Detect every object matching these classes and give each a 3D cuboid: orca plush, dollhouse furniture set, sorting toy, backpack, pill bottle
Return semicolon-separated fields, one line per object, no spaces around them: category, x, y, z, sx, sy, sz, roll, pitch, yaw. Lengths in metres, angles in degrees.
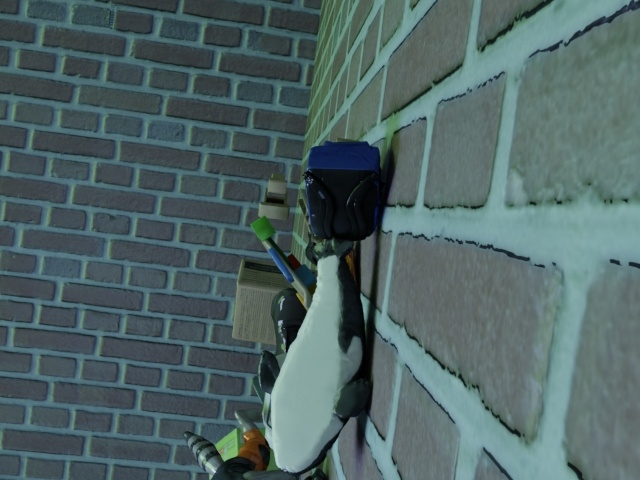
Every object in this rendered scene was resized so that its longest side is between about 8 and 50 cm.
orca plush;0.006;0.147;0.808;0.102;0.151;0.287;32;-129;-59
dollhouse furniture set;-0.025;-0.085;1.105;0.182;0.161;0.101;102;173;-52
sorting toy;-0.047;0.064;1.230;0.196;0.047;0.347;54;174;25
backpack;0.035;-0.063;0.813;0.101;0.098;0.120;-72;-18;-50
pill bottle;-0.058;0.317;1.218;0.108;0.108;0.180;-92;11;-60

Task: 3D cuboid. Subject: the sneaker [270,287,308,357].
sneaker;-0.056;0.242;1.434;0.130;0.109;0.286;-107;14;-62

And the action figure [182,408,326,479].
action figure;-0.170;0.446;1.025;0.341;0.178;0.330;-48;13;-8

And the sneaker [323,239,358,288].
sneaker;0.032;0.068;0.937;0.067;0.064;0.175;73;-159;-49

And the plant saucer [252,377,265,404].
plant saucer;-0.090;0.393;1.464;0.195;0.037;0.195;56;177;5

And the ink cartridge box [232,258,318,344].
ink cartridge box;-0.114;0.161;1.562;0.234;0.193;0.088;103;174;-46

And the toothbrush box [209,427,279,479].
toothbrush box;-0.165;0.590;1.421;0.206;0.122;0.283;-50;39;48

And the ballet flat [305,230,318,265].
ballet flat;0.000;0.000;1.430;0.049;0.057;0.173;51;157;19
